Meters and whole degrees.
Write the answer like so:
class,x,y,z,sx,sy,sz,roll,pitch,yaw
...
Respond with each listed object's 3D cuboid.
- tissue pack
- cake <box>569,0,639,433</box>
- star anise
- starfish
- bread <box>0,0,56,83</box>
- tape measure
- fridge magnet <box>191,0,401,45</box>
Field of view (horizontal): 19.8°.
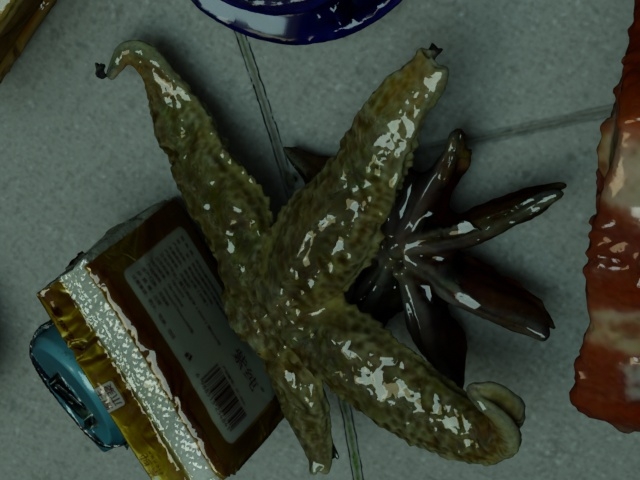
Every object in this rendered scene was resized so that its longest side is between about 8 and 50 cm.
class,x,y,z,sx,sy,sz,roll,pitch,yaw
tissue pack,-0.128,0.090,1.604,0.092,0.183,0.226,-31,97,26
cake,0.332,-0.031,1.325,0.269,0.270,0.319,6,127,15
star anise,0.078,0.000,1.558,0.288,0.088,0.288,12,116,26
starfish,0.000,0.000,1.512,0.324,0.082,0.432,-18,92,43
bread,-0.296,-0.237,1.535,0.156,0.204,0.288,36,120,-2
tape measure,-0.202,0.126,1.679,0.146,0.081,0.125,51,158,1
fridge magnet,-0.028,-0.287,1.479,0.265,0.112,0.265,5,108,17
